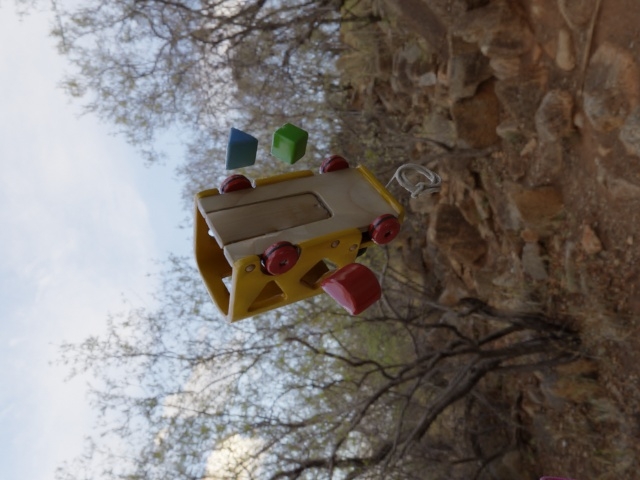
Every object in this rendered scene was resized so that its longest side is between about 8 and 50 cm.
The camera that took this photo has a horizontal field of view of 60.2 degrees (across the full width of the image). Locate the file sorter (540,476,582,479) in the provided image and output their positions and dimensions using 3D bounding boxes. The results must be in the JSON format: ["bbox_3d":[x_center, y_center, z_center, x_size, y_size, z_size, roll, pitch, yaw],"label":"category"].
[{"bbox_3d":[0.311,0.391,0.505,0.182,0.202,0.290,119,160,-80],"label":"file sorter"}]

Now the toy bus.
[{"bbox_3d":[-0.013,-0.001,0.493,0.191,0.202,0.104,-66,-7,-46],"label":"toy bus"}]
